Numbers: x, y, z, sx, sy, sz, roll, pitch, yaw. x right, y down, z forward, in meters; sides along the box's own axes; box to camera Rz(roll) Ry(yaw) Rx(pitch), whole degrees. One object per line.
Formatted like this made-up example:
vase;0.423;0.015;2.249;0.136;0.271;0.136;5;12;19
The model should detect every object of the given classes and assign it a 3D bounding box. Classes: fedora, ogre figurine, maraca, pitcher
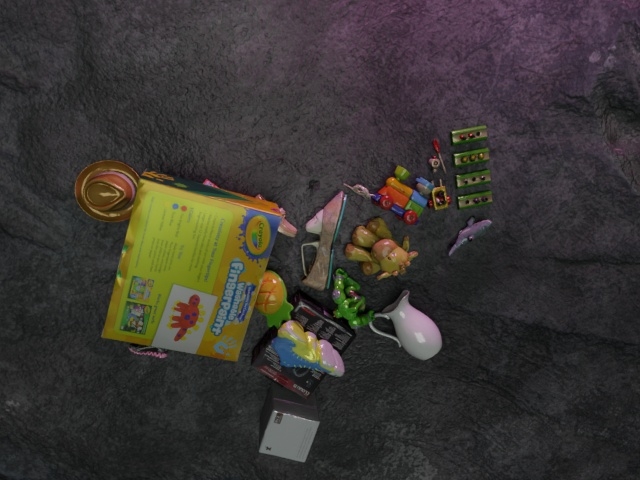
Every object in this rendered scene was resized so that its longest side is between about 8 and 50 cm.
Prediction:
fedora;-0.603;-0.134;1.417;0.195;0.079;0.194;-2;104;-6
ogre figurine;0.093;0.191;1.542;0.097;0.118;0.196;-6;112;26
maraca;-0.149;0.175;1.509;0.127;0.099;0.185;-42;65;24
pitcher;0.272;0.288;1.602;0.178;0.125;0.207;-36;94;24

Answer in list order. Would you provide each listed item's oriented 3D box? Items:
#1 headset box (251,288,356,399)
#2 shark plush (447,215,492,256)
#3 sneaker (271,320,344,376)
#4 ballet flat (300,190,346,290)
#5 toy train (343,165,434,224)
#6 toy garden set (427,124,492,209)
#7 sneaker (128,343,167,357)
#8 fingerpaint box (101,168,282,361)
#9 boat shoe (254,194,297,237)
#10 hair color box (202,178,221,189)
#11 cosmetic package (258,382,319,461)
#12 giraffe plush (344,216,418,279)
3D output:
headset box;-0.064;0.337;1.571;0.218;0.110;0.293;34;97;-12
shark plush;0.459;-0.016;1.565;0.161;0.067;0.073;-30;105;1
sneaker;-0.045;0.340;1.484;0.240;0.091;0.126;43;114;-13
ballet flat;0.000;0.000;1.504;0.106;0.107;0.315;11;101;-1
toy train;0.210;-0.162;1.486;0.248;0.105;0.143;31;95;-12
toy garden set;0.421;-0.210;1.524;0.204;0.049;0.244;-11;104;-4
sneaker;-0.533;0.327;1.556;0.120;0.047;0.057;13;95;-16
fingerpaint box;-0.348;0.072;1.372;0.372;0.163;0.444;14;104;-16
boat shoe;-0.133;-0.074;1.490;0.170;0.063;0.059;35;103;-12
hair color box;-0.294;-0.089;1.463;0.167;0.053;0.093;36;115;-12
cosmetic package;-0.102;0.569;1.584;0.152;0.183;0.151;17;101;-10
giraffe plush;0.194;0.045;1.498;0.210;0.170;0.181;26;99;-11
